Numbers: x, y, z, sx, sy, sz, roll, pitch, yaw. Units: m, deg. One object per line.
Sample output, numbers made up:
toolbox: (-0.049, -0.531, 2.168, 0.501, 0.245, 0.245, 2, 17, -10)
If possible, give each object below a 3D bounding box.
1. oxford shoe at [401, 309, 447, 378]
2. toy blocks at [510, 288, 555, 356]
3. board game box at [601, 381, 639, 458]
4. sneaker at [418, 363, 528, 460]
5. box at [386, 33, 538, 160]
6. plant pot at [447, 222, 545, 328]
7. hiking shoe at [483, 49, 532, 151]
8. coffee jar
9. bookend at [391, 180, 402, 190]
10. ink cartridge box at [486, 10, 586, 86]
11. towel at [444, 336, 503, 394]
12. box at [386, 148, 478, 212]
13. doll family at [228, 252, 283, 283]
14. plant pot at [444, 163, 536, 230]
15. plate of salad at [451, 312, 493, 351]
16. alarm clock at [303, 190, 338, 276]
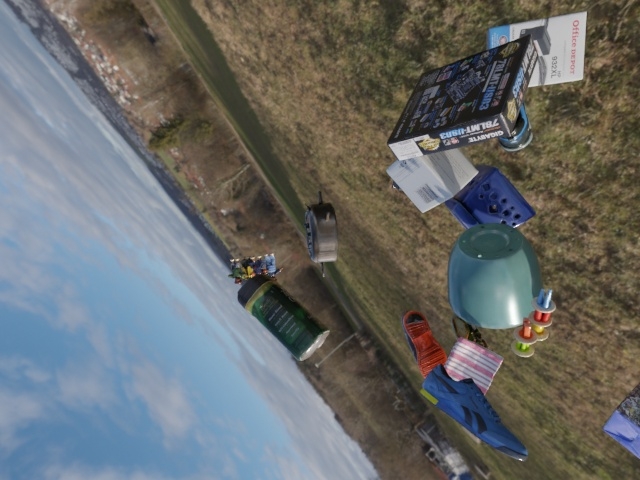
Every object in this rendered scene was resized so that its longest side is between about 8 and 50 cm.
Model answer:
oxford shoe: (0.344, 0.354, 1.342, 0.098, 0.097, 0.270, 161, 89, -85)
toy blocks: (0.514, 0.193, 0.970, 0.054, 0.123, 0.147, 30, 142, 43)
board game box: (0.972, 0.458, 1.137, 0.141, 0.291, 0.232, 42, 169, 41)
sneaker: (0.281, 0.303, 0.733, 0.209, 0.082, 0.069, 29, 173, 44)
box: (0.342, -0.343, 0.987, 0.294, 0.295, 0.073, -2, 142, 45)
plant pot: (0.538, 0.088, 1.264, 0.293, 0.293, 0.234, 35, 152, 51)
hiking shoe: (0.490, -0.394, 1.080, 0.132, 0.113, 0.303, 8, -117, -57)
coffee jar: (-0.074, 0.144, 0.787, 0.184, 0.079, 0.096, 39, -178, 16)
bookend: (0.399, -0.284, 1.809, 0.157, 0.073, 0.156, -119, 36, -62)
ink cartridge box: (0.777, -0.679, 1.475, 0.129, 0.308, 0.222, -48, -47, -64)
towel: (0.449, 0.410, 1.229, 0.144, 0.196, 0.029, 26, -179, 9)
box: (0.318, -0.202, 1.173, 0.181, 0.119, 0.181, 49, 162, 0)
doll family: (-0.235, 0.110, 1.464, 0.076, 0.193, 0.111, -33, -64, -78)
plant pot: (0.621, -0.133, 1.535, 0.236, 0.212, 0.236, 46, -166, -7)
plate of salad: (0.523, 0.333, 1.381, 0.200, 0.048, 0.199, 31, -146, -24)
alarm clock: (0.000, 0.000, 0.882, 0.129, 0.064, 0.191, -108, 12, -58)
